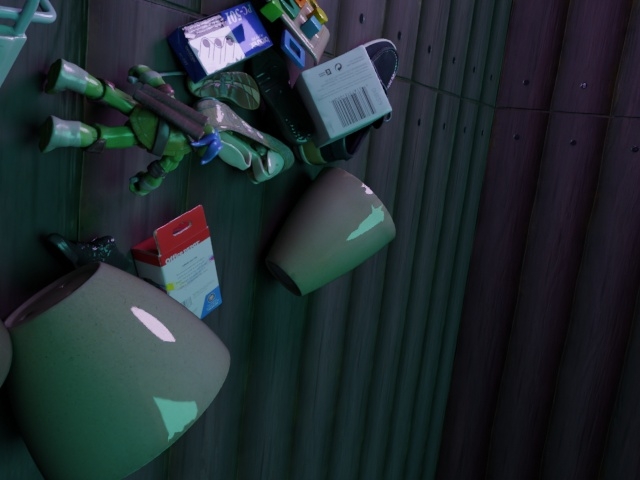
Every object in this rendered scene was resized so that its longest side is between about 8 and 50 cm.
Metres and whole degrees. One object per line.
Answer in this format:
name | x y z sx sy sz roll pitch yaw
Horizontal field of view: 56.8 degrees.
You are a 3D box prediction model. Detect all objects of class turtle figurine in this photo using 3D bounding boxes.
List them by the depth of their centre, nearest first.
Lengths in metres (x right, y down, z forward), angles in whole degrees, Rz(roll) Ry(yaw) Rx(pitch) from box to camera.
turtle figurine | -0.320 -0.185 0.976 0.266 0.274 0.197 10 116 -40

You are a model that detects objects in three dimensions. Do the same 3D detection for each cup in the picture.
cup | -0.342 0.175 0.910 0.331 0.331 0.236 -48 117 -40

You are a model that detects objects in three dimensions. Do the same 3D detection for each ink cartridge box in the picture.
ink cartridge box | -0.187 -0.384 1.138 0.207 0.046 0.097 -44 110 -44
ink cartridge box | -0.279 0.052 1.153 0.134 0.078 0.230 -39 133 -47

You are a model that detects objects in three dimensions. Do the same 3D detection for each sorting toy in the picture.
sorting toy | -0.038 -0.488 1.257 0.196 0.047 0.347 50 29 -24

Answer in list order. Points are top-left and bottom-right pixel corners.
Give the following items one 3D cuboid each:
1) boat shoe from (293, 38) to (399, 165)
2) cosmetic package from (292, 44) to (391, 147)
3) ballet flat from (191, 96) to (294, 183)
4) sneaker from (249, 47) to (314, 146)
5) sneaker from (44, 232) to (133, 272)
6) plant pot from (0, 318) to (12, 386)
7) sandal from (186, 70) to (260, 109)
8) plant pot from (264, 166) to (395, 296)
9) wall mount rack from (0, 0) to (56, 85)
boat shoe | 0.110 -0.370 1.570 0.500 0.156 0.186 -54 141 -36
cosmetic package | 0.040 -0.309 1.301 0.151 0.184 0.151 -26 96 -8
ballet flat | -0.154 -0.180 1.236 0.316 0.108 0.106 25 40 -52
sneaker | -0.103 -0.309 1.314 0.087 0.130 0.227 -32 100 -22
sneaker | -0.385 0.019 0.996 0.089 0.051 0.170 -59 150 -28
plant pot | -0.490 0.120 0.694 0.229 0.263 0.262 75 37 -65
sandal | -0.197 -0.307 1.192 0.180 0.049 0.072 -2 98 -44
plant pot | 0.000 0.000 1.475 0.274 0.257 0.256 -44 139 -17
wall mount rack | -0.463 -0.203 0.609 0.350 0.130 0.304 -41 169 29
